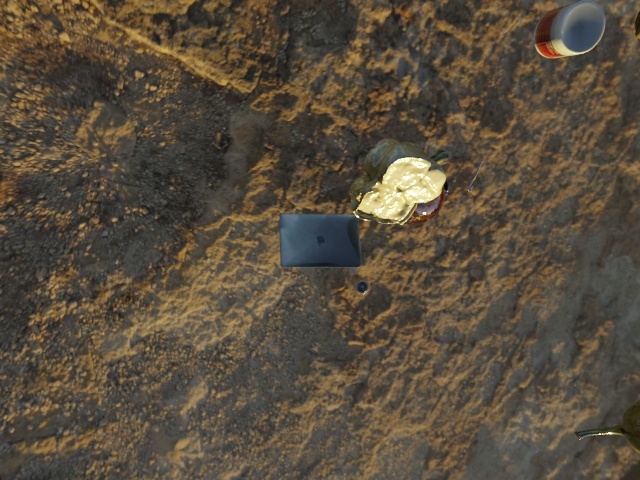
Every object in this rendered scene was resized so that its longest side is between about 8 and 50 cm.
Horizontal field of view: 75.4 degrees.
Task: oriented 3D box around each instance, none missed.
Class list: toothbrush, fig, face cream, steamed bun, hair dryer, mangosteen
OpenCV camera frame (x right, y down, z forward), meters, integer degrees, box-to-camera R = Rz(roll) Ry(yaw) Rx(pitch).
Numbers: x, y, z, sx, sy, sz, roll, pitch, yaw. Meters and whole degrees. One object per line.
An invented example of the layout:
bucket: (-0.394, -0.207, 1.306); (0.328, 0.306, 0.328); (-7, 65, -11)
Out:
toothbrush: (0.374, -0.157, 0.997); (0.008, 0.006, 0.097); (25, 71, 9)
fig: (0.790, 0.487, 1.057); (0.149, 0.245, 0.149); (21, 55, -35)
face cream: (1.045, -0.887, 1.753); (0.201, 0.187, 0.201); (-2, 109, -6)
steamed bun: (0.157, -0.126, 0.855); (0.192, 0.106, 0.177); (7, 134, -25)
hair dryer: (0.113, 0.071, 1.521); (0.054, 0.195, 0.220); (-15, 100, -6)
mangosteen: (0.291, -0.181, 1.298); (0.231, 0.231, 0.289); (49, 64, -26)

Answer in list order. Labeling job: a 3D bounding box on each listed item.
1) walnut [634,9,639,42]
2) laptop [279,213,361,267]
walnut: (1.157, -0.728, 1.294); (0.283, 0.283, 0.227); (24, 59, -29)
laptop: (0.000, 0.000, 1.366); (0.269, 0.015, 0.187); (0, 69, -10)
